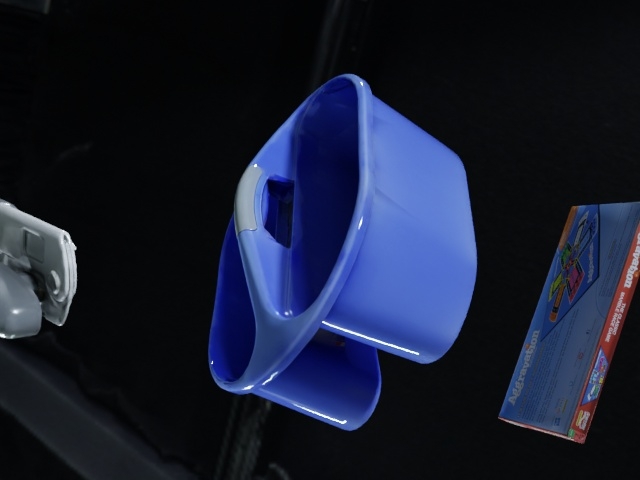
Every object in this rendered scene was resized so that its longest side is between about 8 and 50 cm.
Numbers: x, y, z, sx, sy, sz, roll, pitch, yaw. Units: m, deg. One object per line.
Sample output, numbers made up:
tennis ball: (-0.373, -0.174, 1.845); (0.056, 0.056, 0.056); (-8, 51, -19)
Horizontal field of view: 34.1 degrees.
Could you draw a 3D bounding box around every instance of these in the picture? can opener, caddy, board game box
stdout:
can opener: (-0.283, -0.001, 0.837); (0.280, 0.093, 0.074); (22, -69, 45)
caddy: (0.000, 0.000, 0.947); (0.241, 0.179, 0.341); (-48, -154, 33)
board game box: (0.302, 0.090, 1.227); (0.145, 0.027, 0.281); (0, -113, 67)
